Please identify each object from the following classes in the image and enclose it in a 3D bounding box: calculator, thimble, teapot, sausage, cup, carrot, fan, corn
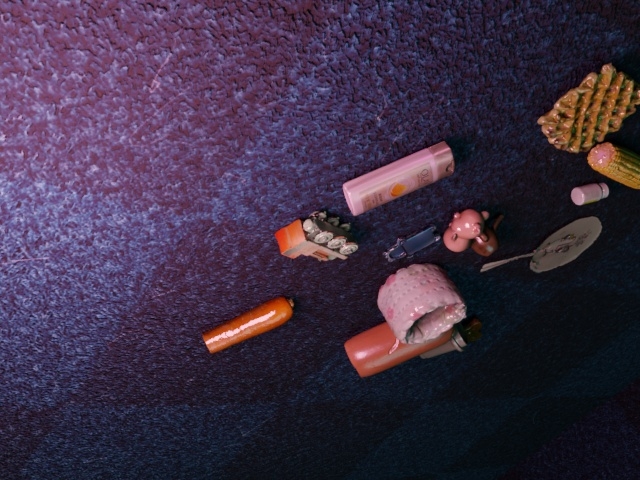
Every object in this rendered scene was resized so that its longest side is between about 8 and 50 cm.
[{"bbox_3d":[0.217,0.009,1.634,0.141,0.019,0.094,-28,144,6],"label":"calculator"},{"bbox_3d":[0.263,0.157,1.742,0.211,0.149,0.185,-14,141,-17],"label":"thimble"},{"bbox_3d":[0.415,-0.017,1.674,0.110,0.080,0.085,-39,174,-3],"label":"teapot"},{"bbox_3d":[0.222,0.271,1.884,0.305,0.121,0.121,-23,145,-2],"label":"sausage"},{"bbox_3d":[0.346,0.286,1.991,0.141,0.120,0.120,-28,146,18],"label":"cup"},{"bbox_3d":[-0.163,0.195,1.602,0.225,0.067,0.067,-23,145,0],"label":"carrot"},{"bbox_3d":[0.616,0.026,1.904,0.415,0.012,0.233,-11,142,-24],"label":"fan"},{"bbox_3d":[0.734,-0.180,1.654,0.249,0.081,0.081,12,130,-41],"label":"corn"}]

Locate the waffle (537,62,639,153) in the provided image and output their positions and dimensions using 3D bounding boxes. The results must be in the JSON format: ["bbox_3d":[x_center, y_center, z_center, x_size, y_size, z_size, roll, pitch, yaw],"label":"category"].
[{"bbox_3d":[0.577,-0.275,1.460,0.224,0.054,0.204,15,129,-40],"label":"waffle"}]

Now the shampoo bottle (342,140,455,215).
[{"bbox_3d":[0.160,-0.126,1.394,0.228,0.055,0.086,-23,146,-4],"label":"shampoo bottle"}]

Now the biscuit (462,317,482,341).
[{"bbox_3d":[0.400,0.301,2.108,0.205,0.031,0.138,-23,144,-3],"label":"biscuit"}]

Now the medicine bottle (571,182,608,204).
[{"bbox_3d":[0.681,-0.119,1.728,0.083,0.047,0.047,-12,143,-17],"label":"medicine bottle"}]

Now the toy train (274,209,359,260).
[{"bbox_3d":[0.000,0.000,1.452,0.118,0.074,0.176,-31,150,24],"label":"toy train"}]

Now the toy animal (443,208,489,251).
[{"bbox_3d":[0.340,-0.023,1.616,0.089,0.083,0.150,14,150,-13],"label":"toy animal"}]
